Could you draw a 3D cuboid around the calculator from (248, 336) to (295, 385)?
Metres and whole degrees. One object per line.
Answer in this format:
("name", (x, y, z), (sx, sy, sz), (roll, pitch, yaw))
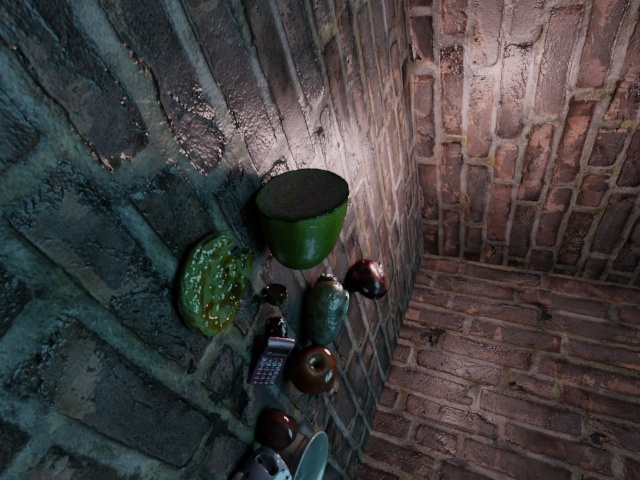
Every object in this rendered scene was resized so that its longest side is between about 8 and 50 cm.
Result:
("calculator", (-0.178, 0.432, 1.442), (0.127, 0.034, 0.190), (20, 98, -42))

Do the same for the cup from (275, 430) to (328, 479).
("cup", (-0.111, 0.957, 1.691), (0.347, 0.163, 0.346), (-36, 131, -57))

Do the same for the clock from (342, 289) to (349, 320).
("clock", (0.085, 0.304, 1.896), (0.211, 0.066, 0.159), (135, -32, -72))

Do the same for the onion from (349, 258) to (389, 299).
("onion", (0.257, 0.226, 2.211), (0.252, 0.219, 0.252), (43, 20, -20))

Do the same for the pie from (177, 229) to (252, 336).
("pie", (-0.290, 0.122, 1.135), (0.302, 0.067, 0.302), (9, 90, -67))

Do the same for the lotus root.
("lotus root", (0.018, 0.322, 1.751), (0.175, 0.175, 0.349), (0, 98, -65))

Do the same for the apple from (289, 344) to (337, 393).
("apple", (-0.032, 0.541, 1.681), (0.162, 0.201, 0.201), (108, 8, -54))

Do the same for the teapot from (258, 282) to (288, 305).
("teapot", (-0.165, 0.202, 1.431), (0.121, 0.076, 0.068), (-13, 122, -35))

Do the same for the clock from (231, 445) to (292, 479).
("clock", (-0.246, 0.868, 1.387), (0.254, 0.189, 0.188), (-25, 121, -46))

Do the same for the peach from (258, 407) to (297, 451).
("peach", (-0.160, 0.719, 1.527), (0.152, 0.152, 0.152), (-34, 128, -58))

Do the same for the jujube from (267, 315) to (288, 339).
("jujube", (-0.158, 0.342, 1.489), (0.077, 0.077, 0.129), (-20, 113, -63))

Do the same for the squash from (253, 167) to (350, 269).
("squash", (-0.042, -0.036, 1.348), (0.310, 0.311, 0.308), (-56, 147, -43))
